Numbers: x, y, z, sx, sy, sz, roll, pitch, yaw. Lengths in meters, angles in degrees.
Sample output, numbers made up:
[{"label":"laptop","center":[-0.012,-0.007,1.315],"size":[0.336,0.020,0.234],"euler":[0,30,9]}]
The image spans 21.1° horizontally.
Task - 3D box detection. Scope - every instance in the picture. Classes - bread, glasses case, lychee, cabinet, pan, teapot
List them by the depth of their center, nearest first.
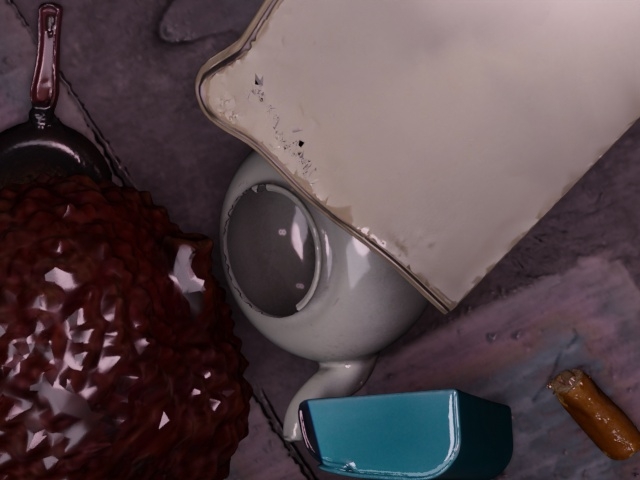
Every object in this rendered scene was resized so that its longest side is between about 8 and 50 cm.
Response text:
[{"label":"cabinet","center":[0.109,-0.174,1.195],"size":[0.227,0.318,0.290],"euler":[39,112,-6]},{"label":"glasses case","center":[0.075,0.156,1.327],"size":[0.117,0.301,0.070],"euler":[-5,83,13]},{"label":"teapot","center":[0.000,0.000,1.347],"size":[0.193,0.129,0.294],"euler":[-4,95,43]},{"label":"lychee","center":[-0.202,0.101,1.354],"size":[0.330,0.306,0.306],"euler":[-34,100,21]},{"label":"bread","center":[0.230,0.143,1.429],"size":[0.036,0.047,0.083],"euler":[-44,100,-10]},{"label":"pan","center":[-0.229,-0.092,1.434],"size":[0.115,0.040,0.212],"euler":[7,111,3]}]
